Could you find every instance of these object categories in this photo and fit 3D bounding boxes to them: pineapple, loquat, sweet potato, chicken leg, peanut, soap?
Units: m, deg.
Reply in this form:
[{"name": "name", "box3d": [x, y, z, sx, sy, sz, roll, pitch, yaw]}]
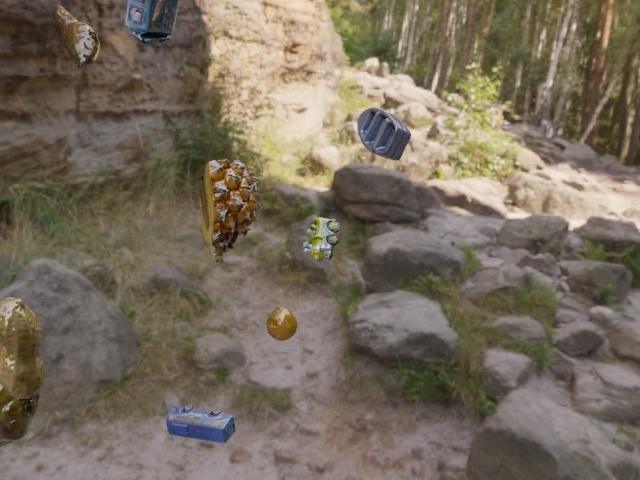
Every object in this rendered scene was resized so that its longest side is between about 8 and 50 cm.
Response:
[{"name": "pineapple", "box3d": [-0.270, -0.071, 1.786, 0.208, 0.286, 0.344, -8, -18, -20]}, {"name": "loquat", "box3d": [-0.167, 0.356, 2.363, 0.141, 0.141, 0.141, 5, 10, -1]}, {"name": "sweet potato", "box3d": [-0.533, -0.448, 1.221, 0.074, 0.075, 0.269, -3, 44, -38]}, {"name": "chicken leg", "box3d": [-0.827, 0.459, 1.352, 0.201, 0.429, 0.152, 39, 14, 8]}, {"name": "peanut", "box3d": [-0.562, 0.199, 1.024, 0.089, 0.193, 0.089, -2, 4, 0]}, {"name": "soap", "box3d": [-0.419, -0.660, 1.419, 0.077, 0.293, 0.156, 21, 21, 7]}]

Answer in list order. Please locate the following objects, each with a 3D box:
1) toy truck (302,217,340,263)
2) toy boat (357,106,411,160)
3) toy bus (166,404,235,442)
[{"name": "toy truck", "box3d": [0.000, 0.000, 1.300, 0.076, 0.076, 0.111, 14, 51, -4]}, {"name": "toy boat", "box3d": [0.185, -0.338, 1.713, 0.078, 0.127, 0.283, 15, 22, -23]}, {"name": "toy bus", "box3d": [-0.260, 0.395, 1.192, 0.152, 0.051, 0.061, 1, 19, 18]}]
